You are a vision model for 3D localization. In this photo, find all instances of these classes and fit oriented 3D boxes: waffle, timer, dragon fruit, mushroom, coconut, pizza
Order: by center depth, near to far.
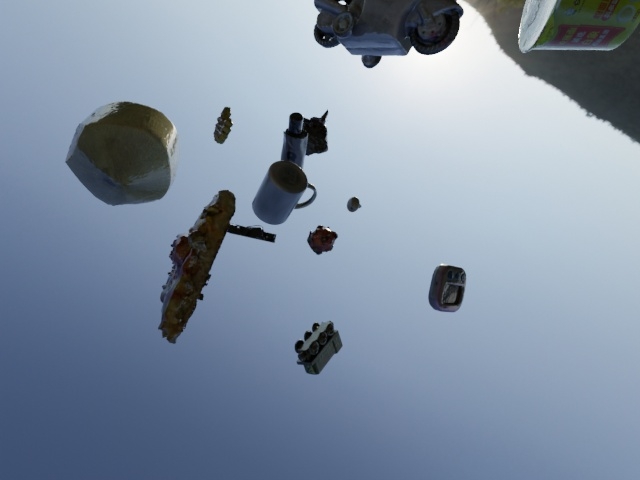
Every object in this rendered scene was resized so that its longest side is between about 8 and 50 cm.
[{"bbox_3d":[-0.473,-0.203,0.978,0.244,0.245,0.248,14,-145,-12],"label":"coconut"},{"bbox_3d":[-0.384,0.087,1.141,0.130,0.440,0.407,24,-141,-19],"label":"pizza"},{"bbox_3d":[0.000,0.002,1.238,0.081,0.116,0.086,-33,-99,-33],"label":"dragon fruit"},{"bbox_3d":[0.518,0.195,1.638,0.208,0.191,0.069,13,178,-44],"label":"timer"},{"bbox_3d":[-0.431,-0.519,1.805,0.051,0.149,0.194,22,-138,-32],"label":"waffle"},{"bbox_3d":[0.181,-0.184,2.086,0.079,0.085,0.085,17,-137,-28],"label":"mushroom"}]

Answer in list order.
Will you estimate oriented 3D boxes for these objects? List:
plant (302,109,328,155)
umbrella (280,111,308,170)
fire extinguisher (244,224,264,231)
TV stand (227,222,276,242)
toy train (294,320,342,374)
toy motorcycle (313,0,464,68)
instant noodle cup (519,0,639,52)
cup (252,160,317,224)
[{"bbox_3d":[-0.044,-0.586,2.210,0.203,0.234,0.178,-6,-158,3],"label":"plant"},{"bbox_3d":[-0.088,-0.233,1.227,0.073,0.338,0.067,28,-130,14],"label":"umbrella"},{"bbox_3d":[-0.251,-0.042,1.543,0.083,0.038,0.025,1,-143,-33],"label":"fire extinguisher"},{"bbox_3d":[-0.255,-0.030,1.407,0.042,0.036,0.249,10,177,38],"label":"TV stand"},{"bbox_3d":[-0.006,0.396,1.487,0.225,0.090,0.137,-38,-65,-50],"label":"toy train"},{"bbox_3d":[0.107,-0.375,0.634,0.260,0.171,0.110,22,-176,33],"label":"toy motorcycle"},{"bbox_3d":[0.694,-0.637,1.052,0.221,0.312,0.312,11,-137,6],"label":"instant noodle cup"},{"bbox_3d":[-0.085,-0.118,0.964,0.136,0.133,0.099,-27,-107,-39],"label":"cup"}]
